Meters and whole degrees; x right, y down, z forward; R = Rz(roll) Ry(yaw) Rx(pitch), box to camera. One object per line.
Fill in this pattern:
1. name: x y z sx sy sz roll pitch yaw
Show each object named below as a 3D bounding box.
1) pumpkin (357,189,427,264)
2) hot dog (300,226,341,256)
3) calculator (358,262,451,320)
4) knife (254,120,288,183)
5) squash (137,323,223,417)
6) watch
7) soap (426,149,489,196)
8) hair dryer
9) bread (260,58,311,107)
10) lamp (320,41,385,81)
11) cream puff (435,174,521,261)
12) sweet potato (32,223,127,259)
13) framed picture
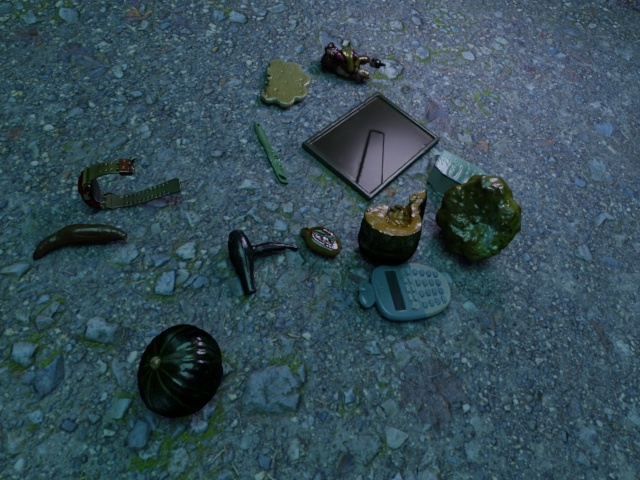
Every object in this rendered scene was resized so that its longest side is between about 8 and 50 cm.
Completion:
1. pumpkin: 0.225 -0.051 1.540 0.190 0.139 0.281 11 41 11
2. hot dog: 0.000 0.002 1.518 0.140 0.060 0.090 26 52 -3
3. calculator: 0.254 0.154 1.481 0.302 0.042 0.188 -3 60 -14
4. knife: -0.172 -0.310 1.699 0.043 0.020 0.293 -14 63 -22
5. squash: -0.334 0.310 1.172 0.172 0.218 0.218 24 47 -40
6. watch: -0.564 -0.169 1.428 0.268 0.165 0.102 -15 60 5
7. soap: 0.504 -0.208 1.734 0.230 0.091 0.145 29 57 8
8. hair dryer: -0.158 0.051 1.457 0.219 0.075 0.196 -10 70 -26
9. bread: -0.132 -0.599 1.878 0.181 0.039 0.251 11 57 -6
10. lamp: 0.127 -0.705 1.962 0.253 0.118 0.118 20 56 -3
11. cream puff: 0.514 -0.071 1.585 0.281 0.185 0.282 -2 86 22
12. sweet potato: -0.680 -0.010 1.382 0.255 0.058 0.078 -12 82 -14
13. framed picture: 0.196 -0.361 1.804 0.326 0.028 0.446 42 60 15
